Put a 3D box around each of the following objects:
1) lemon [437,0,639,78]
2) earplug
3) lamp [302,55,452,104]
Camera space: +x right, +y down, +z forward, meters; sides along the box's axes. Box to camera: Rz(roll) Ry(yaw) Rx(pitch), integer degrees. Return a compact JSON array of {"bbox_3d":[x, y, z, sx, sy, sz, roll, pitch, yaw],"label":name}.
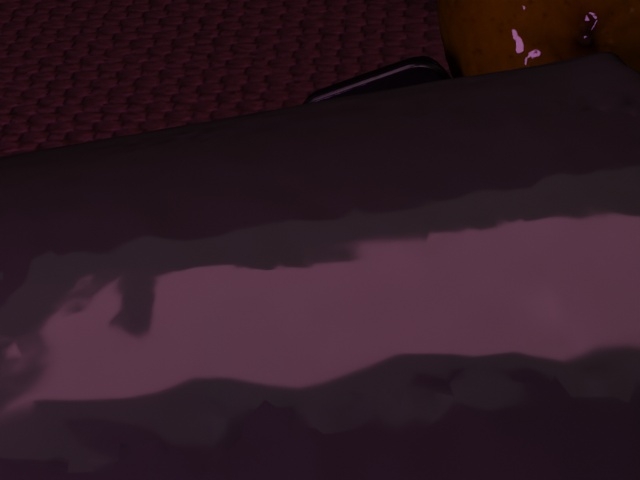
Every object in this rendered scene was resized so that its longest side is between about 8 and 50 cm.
[{"bbox_3d":[0.217,-0.174,0.930,0.293,0.293,0.293,-3,34,2],"label":"lemon"},{"bbox_3d":[-0.052,0.106,0.526,0.394,0.312,0.312,-8,34,-1],"label":"earplug"},{"bbox_3d":[0.003,0.006,0.860,0.203,0.124,0.283,-16,33,21],"label":"lamp"}]
